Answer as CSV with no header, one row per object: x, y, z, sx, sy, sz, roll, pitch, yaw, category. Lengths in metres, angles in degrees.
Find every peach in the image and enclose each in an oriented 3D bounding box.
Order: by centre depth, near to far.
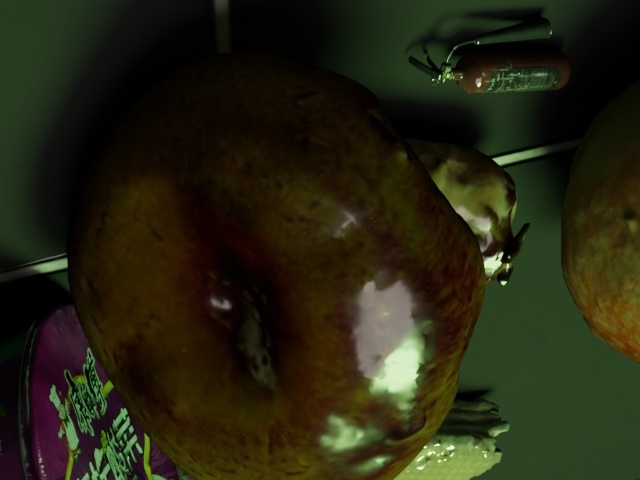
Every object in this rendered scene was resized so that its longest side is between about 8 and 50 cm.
0.255,-0.002,1.027,0.232,0.232,0.257,5,144,-31,peach

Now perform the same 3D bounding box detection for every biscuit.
0.022,0.165,1.253,0.239,0.062,0.108,5,136,-31,biscuit

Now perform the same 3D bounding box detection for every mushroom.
-0.023,0.024,0.962,0.267,0.267,0.254,-30,176,12,mushroom

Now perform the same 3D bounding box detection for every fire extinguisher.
0.107,-0.108,0.976,0.100,0.032,0.046,-5,151,-30,fire extinguisher

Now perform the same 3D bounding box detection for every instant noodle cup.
-0.211,0.184,1.036,0.190,0.251,0.251,-18,144,11,instant noodle cup
